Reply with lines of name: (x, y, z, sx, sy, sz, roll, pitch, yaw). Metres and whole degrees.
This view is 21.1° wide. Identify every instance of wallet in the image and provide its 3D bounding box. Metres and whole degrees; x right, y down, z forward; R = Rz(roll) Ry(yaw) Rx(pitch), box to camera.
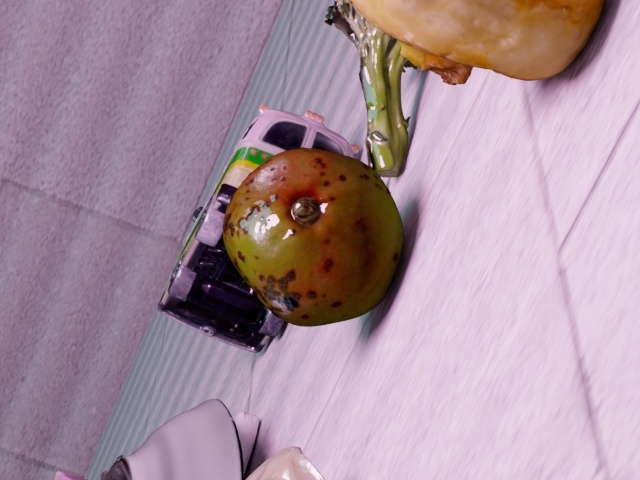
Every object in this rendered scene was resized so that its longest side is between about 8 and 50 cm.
wallet: (-0.107, 0.279, 1.879, 0.095, 0.033, 0.190, 118, 169, -48)

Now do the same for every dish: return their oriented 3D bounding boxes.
dish: (-0.175, 0.314, 1.782, 0.316, 0.106, 0.316, -170, 90, -73)

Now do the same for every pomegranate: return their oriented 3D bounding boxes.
pomegranate: (0.000, 0.000, 1.521, 0.159, 0.159, 0.205, -70, -19, -4)

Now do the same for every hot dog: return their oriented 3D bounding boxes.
hot dog: (0.125, -0.290, 1.261, 0.223, 0.185, 0.405, 138, 151, -68)

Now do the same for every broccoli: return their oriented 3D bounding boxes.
broccoli: (0.065, -0.156, 1.674, 0.122, 0.118, 0.204, -16, 66, 42)

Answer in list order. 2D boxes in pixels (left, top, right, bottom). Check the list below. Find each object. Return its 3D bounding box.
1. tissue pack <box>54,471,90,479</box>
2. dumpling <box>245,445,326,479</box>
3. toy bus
tissue pack: (-0.039, 0.206, 0.934, 0.148, 0.246, 0.092, 151, 137, -78)
dumpling: (-0.041, 0.242, 1.360, 0.176, 0.092, 0.150, 127, 158, -59)
toy bus: (-0.072, -0.011, 1.970, 0.305, 0.143, 0.179, 123, 167, -58)
